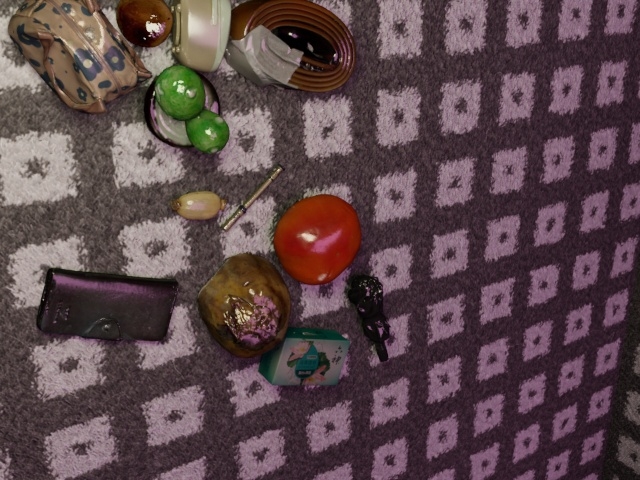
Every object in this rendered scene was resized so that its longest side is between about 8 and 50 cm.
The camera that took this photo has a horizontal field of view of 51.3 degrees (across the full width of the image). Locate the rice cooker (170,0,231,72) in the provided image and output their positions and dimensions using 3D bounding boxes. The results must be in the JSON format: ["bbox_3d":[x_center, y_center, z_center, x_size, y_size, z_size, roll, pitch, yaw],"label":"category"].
[{"bbox_3d":[-0.267,-0.480,1.486,0.127,0.145,0.206,-7,107,-22],"label":"rice cooker"}]

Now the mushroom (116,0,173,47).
[{"bbox_3d":[-0.382,-0.479,1.442,0.123,0.052,0.123,0,97,-4],"label":"mushroom"}]

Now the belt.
[{"bbox_3d":[-0.076,-0.476,1.635,0.339,0.122,0.217,5,102,-37],"label":"belt"}]

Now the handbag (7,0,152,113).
[{"bbox_3d":[-0.480,-0.381,1.346,0.190,0.193,0.251,-46,127,-16],"label":"handbag"}]

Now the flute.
[{"bbox_3d":[-0.178,-0.112,1.759,0.233,0.027,0.027,-49,127,-10],"label":"flute"}]

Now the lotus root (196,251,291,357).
[{"bbox_3d":[-0.186,0.183,1.779,0.272,0.192,0.272,-10,113,-23],"label":"lotus root"}]

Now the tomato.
[{"bbox_3d":[0.001,0.004,1.829,0.260,0.180,0.259,-13,120,-23],"label":"tomato"}]

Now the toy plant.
[{"bbox_3d":[-0.300,-0.294,1.475,0.175,0.235,0.218,-46,126,-13],"label":"toy plant"}]

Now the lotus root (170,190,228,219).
[{"bbox_3d":[-0.297,-0.087,1.663,0.150,0.062,0.073,-4,110,-31],"label":"lotus root"}]

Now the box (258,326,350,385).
[{"bbox_3d":[-0.046,0.344,1.979,0.245,0.092,0.153,8,102,-36],"label":"box"}]

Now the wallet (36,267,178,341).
[{"bbox_3d":[-0.513,0.162,1.624,0.318,0.045,0.172,11,100,-35],"label":"wallet"}]

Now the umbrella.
[{"bbox_3d":[0.166,0.254,2.091,0.118,0.118,0.340,-31,126,-21],"label":"umbrella"}]
